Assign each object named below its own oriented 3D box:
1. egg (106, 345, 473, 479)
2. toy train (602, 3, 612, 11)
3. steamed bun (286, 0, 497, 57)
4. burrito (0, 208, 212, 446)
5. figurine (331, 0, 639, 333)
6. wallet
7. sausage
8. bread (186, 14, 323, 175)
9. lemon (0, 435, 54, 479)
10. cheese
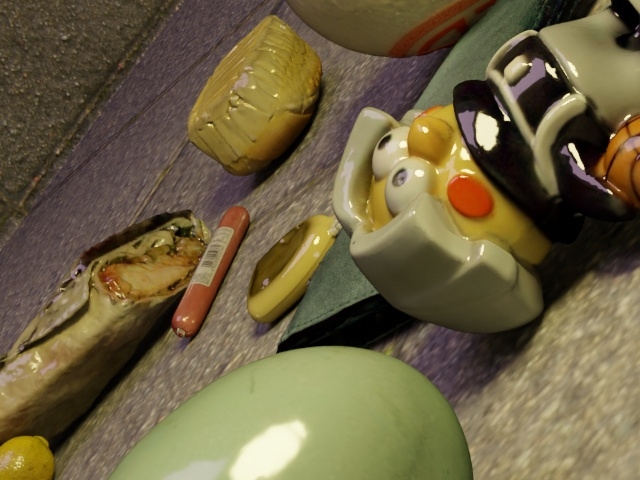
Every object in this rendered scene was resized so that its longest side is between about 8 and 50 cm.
[{"bbox_3d":[-0.023,0.150,0.788,0.231,0.168,0.168,-47,13,-18],"label":"egg"},{"bbox_3d":[0.192,-0.137,1.217,0.083,0.017,0.017,-53,7,-18],"label":"toy train"},{"bbox_3d":[0.102,-0.263,1.462,0.283,0.177,0.283,-31,-1,-1],"label":"steamed bun"},{"bbox_3d":[-0.242,0.098,1.698,0.348,0.107,0.175,-46,-3,-5],"label":"burrito"},{"bbox_3d":[0.122,-0.045,0.959,0.236,0.133,0.176,-38,35,17],"label":"figurine"},{"bbox_3d":[0.095,-0.068,1.265,0.190,0.046,0.379,-34,21,50],"label":"wallet"},{"bbox_3d":[-0.107,0.028,1.660,0.029,0.029,0.223,-39,17,34],"label":"sausage"},{"bbox_3d":[-0.067,-0.161,1.883,0.140,0.106,0.236,-43,14,25],"label":"bread"},{"bbox_3d":[-0.290,0.223,1.631,0.062,0.062,0.083,-33,18,47],"label":"lemon"},{"bbox_3d":[0.001,0.001,1.392,0.162,0.036,0.086,-42,16,26],"label":"cheese"}]
